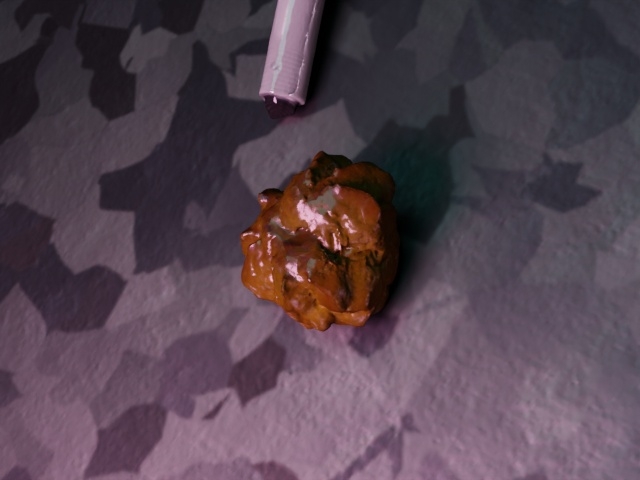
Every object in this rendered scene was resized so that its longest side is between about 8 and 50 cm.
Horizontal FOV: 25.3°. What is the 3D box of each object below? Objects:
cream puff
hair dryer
[{"bbox_3d":[0.000,0.000,0.929,0.122,0.094,0.116,-28,57,10],"label":"cream puff"},{"bbox_3d":[-0.018,-0.207,1.040,0.073,0.131,0.236,11,85,30],"label":"hair dryer"}]
